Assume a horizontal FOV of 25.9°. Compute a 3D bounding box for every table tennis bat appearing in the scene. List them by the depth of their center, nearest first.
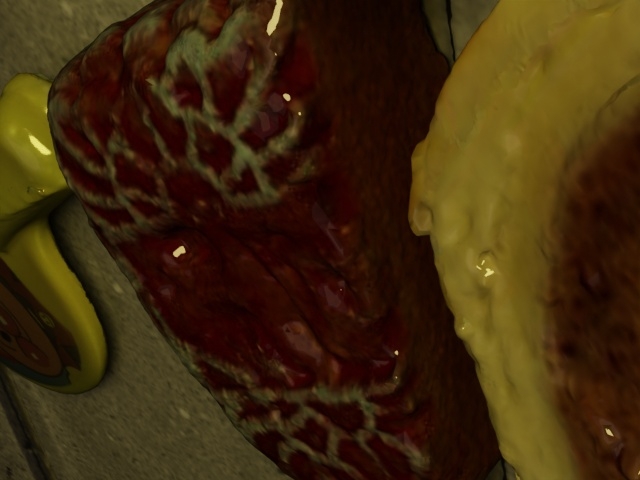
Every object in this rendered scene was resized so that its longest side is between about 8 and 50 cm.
[{"bbox_3d":[-0.194,-0.005,0.818,0.224,0.054,0.368,48,152,-5],"label":"table tennis bat"}]

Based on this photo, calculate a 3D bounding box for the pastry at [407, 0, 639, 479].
[{"bbox_3d":[0.154,0.019,0.342,0.237,0.170,0.256,59,157,20],"label":"pastry"}]

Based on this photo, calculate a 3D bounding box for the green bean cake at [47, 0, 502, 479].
[{"bbox_3d":[0.000,0.000,0.551,0.198,0.097,0.233,-7,119,52],"label":"green bean cake"}]
